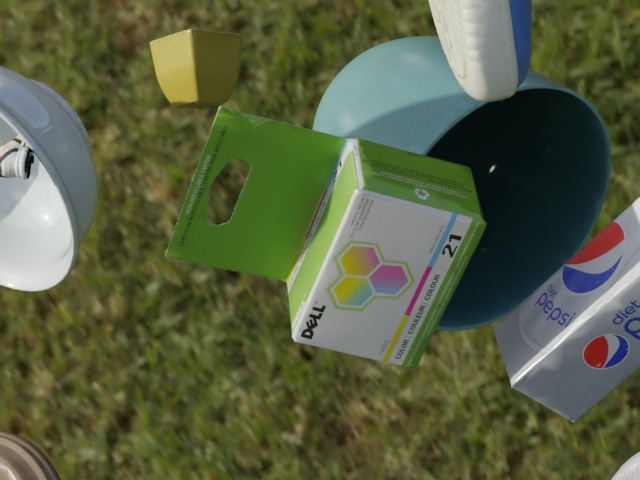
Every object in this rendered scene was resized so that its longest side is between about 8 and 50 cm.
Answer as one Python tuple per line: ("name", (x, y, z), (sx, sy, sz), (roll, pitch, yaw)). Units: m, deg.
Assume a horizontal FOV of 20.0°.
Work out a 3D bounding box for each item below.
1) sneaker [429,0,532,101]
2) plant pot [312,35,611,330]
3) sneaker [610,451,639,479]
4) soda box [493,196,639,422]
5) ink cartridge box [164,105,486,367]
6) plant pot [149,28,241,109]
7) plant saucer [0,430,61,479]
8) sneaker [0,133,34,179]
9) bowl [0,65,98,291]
("sneaker", (0.071, -0.118, 0.516), (0.084, 0.058, 0.152), (-6, 93, -7))
("plant pot", (0.127, -0.086, 1.963), (0.293, 0.293, 0.235), (-38, 45, -10))
("sneaker", (0.232, 0.239, 1.329), (0.321, 0.180, 0.125), (-40, 69, 39))
("soda box", (0.306, 0.047, 1.779), (0.286, 0.098, 0.091), (-45, 33, 25))
("ink cartridge box", (0.000, 0.000, 1.718), (0.255, 0.189, 0.097), (13, 34, -15))
("plant pot", (-0.146, -0.200, 2.157), (0.081, 0.081, 0.083), (-9, 83, 46))
("plant saucer", (-0.387, 0.349, 2.021), (0.278, 0.041, 0.278), (-9, 74, 34))
("sneaker", (-0.337, -0.096, 1.991), (0.043, 0.040, 0.109), (-2, 18, -2))
("bowl", (-0.362, -0.097, 2.112), (0.298, 0.298, 0.134), (20, 46, 28))
